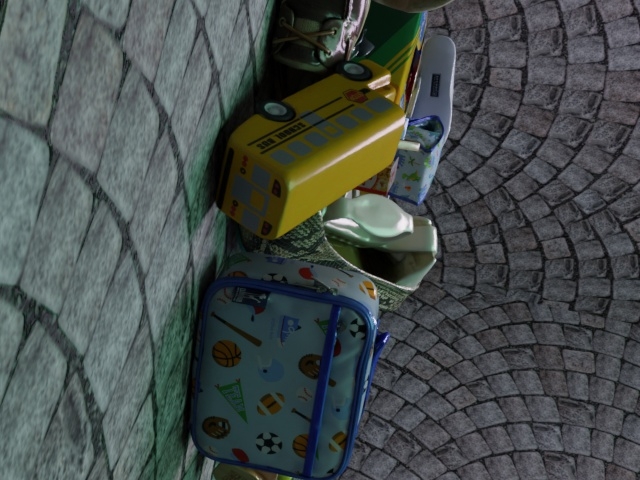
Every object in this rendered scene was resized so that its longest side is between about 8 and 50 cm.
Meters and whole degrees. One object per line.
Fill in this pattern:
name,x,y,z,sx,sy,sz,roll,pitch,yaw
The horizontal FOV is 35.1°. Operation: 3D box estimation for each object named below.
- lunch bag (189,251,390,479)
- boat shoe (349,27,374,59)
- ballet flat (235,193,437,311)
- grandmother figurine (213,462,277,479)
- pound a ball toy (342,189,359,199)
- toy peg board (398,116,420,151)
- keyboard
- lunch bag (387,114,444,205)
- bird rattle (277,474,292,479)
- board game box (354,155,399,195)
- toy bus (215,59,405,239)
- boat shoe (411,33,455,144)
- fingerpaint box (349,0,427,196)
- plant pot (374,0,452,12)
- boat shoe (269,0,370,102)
lunch bag,-0.042,0.166,1.336,0.115,0.243,0.303,-66,167,-64
boat shoe,0.031,-0.315,1.693,0.127,0.113,0.340,-65,166,-64
ballet flat,0.071,0.006,1.530,0.483,0.182,0.164,21,53,-56
grandmother figurine,-0.090,0.253,1.627,0.208,0.104,0.342,-38,-160,27
pound a ball toy,0.042,-0.065,1.804,0.319,0.208,0.135,84,24,-68
toy peg board,0.056,-0.203,1.613,0.161,0.161,0.079,2,103,-44
keyboard,0.164,-0.197,2.015,0.072,0.014,0.256,-61,167,-59
lunch bag,0.187,-0.161,1.948,0.151,0.096,0.128,-47,155,-53
bird rattle,-0.117,0.432,1.753,0.207,0.143,0.253,173,-68,-79
board game box,0.019,-0.121,1.577,0.147,0.194,0.045,-52,153,-75
toy bus,0.001,-0.129,1.321,0.333,0.130,0.108,-34,149,-45
boat shoe,0.234,-0.289,2.067,0.084,0.095,0.258,-39,143,-75
fingerpaint box,0.103,-0.302,2.059,0.445,0.163,0.371,88,17,-71
plant pot,0.172,-0.524,1.626,0.305,0.334,0.333,-64,165,-54
boat shoe,-0.010,-0.275,1.402,0.123,0.123,0.342,-74,179,-45
